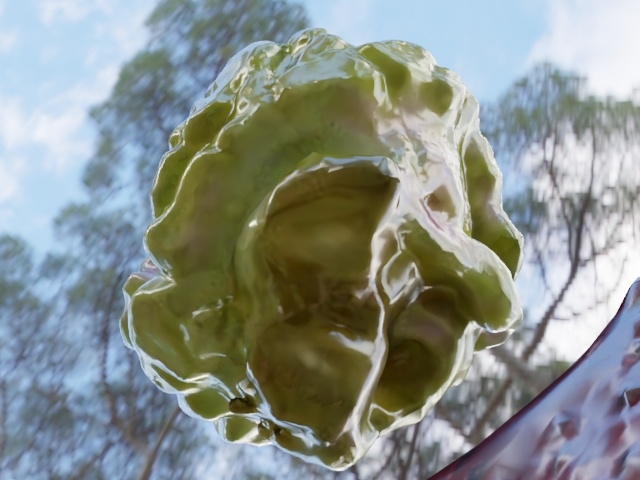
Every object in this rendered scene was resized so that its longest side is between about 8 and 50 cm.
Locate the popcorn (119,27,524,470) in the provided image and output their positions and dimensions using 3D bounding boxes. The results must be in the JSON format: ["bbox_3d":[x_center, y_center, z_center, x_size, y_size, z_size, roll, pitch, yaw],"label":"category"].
[{"bbox_3d":[0.000,0.000,0.646,0.126,0.145,0.126,21,-31,40],"label":"popcorn"}]

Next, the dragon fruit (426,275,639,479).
[{"bbox_3d":[0.171,0.042,0.371,0.211,0.134,0.262,41,-84,-19],"label":"dragon fruit"}]
